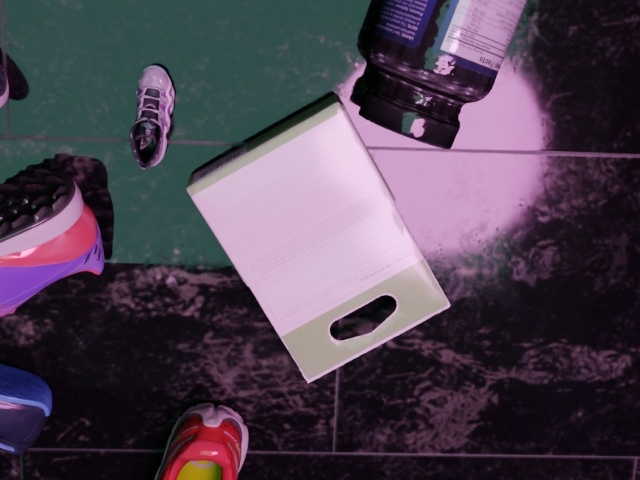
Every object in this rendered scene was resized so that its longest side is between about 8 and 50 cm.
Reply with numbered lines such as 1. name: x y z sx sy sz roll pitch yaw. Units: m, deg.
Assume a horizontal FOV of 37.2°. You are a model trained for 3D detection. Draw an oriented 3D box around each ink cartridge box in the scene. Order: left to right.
1. ink cartridge box: 0.000 0.000 0.940 0.171 0.056 0.235 -29 107 5

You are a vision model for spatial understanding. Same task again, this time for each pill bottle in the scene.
1. pill bottle: 0.115 -0.201 0.859 0.122 0.123 0.219 19 103 -7

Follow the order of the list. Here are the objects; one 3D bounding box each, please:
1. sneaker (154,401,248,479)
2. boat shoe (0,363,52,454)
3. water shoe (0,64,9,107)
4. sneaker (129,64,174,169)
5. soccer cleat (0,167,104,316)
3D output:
1. sneaker: -0.147 0.305 0.978 0.107 0.118 0.279 12 103 -5
2. boat shoe: -0.402 0.154 0.937 0.258 0.109 0.089 21 106 -5
3. water shoe: -0.384 -0.176 0.882 0.203 0.073 0.080 37 122 -7
4. sneaker: -0.160 -0.114 0.896 0.038 0.069 0.098 2 104 -3
5. soccer cleat: -0.357 0.048 0.890 0.318 0.109 0.116 -26 133 -9
